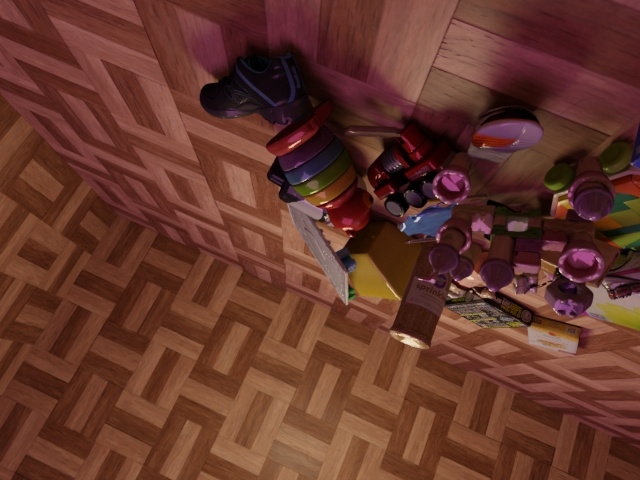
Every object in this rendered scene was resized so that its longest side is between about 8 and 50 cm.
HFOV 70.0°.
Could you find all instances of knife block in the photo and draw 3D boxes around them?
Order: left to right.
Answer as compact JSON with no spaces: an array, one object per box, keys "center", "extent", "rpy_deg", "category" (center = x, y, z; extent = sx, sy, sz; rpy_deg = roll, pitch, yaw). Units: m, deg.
[{"center":[0.475,-0.007,1.024],"extent":[0.242,0.088,0.276],"rpy_deg":[30,-177,-2],"category":"knife block"}]

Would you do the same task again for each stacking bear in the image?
[{"center":[0.020,-0.144,1.056],"extent":[0.164,0.175,0.289],"rpy_deg":[-24,113,30],"category":"stacking bear"}]

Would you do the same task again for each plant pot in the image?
[{"center":[0.194,0.051,1.526],"extent":[0.187,0.212,0.212],"rpy_deg":[47,153,-24],"category":"plant pot"}]

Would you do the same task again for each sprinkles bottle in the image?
[{"center":[0.311,0.124,1.305],"extent":[0.121,0.356,0.121],"rpy_deg":[22,162,8],"category":"sprinkles bottle"}]

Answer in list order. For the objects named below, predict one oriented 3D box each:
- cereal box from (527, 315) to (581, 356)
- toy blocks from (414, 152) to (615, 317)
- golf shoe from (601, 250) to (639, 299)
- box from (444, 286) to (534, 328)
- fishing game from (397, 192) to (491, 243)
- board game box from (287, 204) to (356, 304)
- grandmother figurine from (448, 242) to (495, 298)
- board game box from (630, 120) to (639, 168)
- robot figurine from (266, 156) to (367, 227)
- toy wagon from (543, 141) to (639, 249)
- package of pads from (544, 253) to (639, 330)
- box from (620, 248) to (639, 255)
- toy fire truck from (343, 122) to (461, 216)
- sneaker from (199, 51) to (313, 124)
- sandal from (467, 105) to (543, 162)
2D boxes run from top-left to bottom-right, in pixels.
[{"center":[0.874,0.360,1.716],"extent":[0.172,0.047,0.240],"rpy_deg":[13,158,32],"category":"cereal box"},{"center":[0.340,0.029,0.806],"extent":[0.288,0.260,0.309],"rpy_deg":[6,123,24],"category":"toy blocks"},{"center":[0.674,0.053,0.935],"extent":[0.186,0.086,0.067],"rpy_deg":[-26,162,21],"category":"golf shoe"},{"center":[0.630,0.262,1.744],"extent":[0.216,0.060,0.270],"rpy_deg":[28,162,-10],"category":"box"},{"center":[0.275,-0.052,1.065],"extent":[0.189,0.041,0.264],"rpy_deg":[-6,160,1],"category":"fishing game"},{"center":[0.000,0.000,1.527],"extent":[0.390,0.050,0.390],"rpy_deg":[56,171,20],"category":"board game box"},{"center":[0.480,0.119,1.502],"extent":[0.208,0.104,0.342],"rpy_deg":[47,168,12],"category":"grandmother figurine"},{"center":[0.555,-0.128,0.506],"extent":[0.347,0.233,0.078],"rpy_deg":[24,161,4],"category":"board game box"},{"center":[-0.007,-0.147,1.257],"extent":[0.278,0.209,0.174],"rpy_deg":[29,123,-10],"category":"robot figurine"},{"center":[0.604,-0.078,0.840],"extent":[0.267,0.068,0.344],"rpy_deg":[30,161,-15],"category":"toy wagon"},{"center":[0.719,0.125,1.132],"extent":[0.229,0.101,0.296],"rpy_deg":[18,167,49],"category":"package of pads"},{"center":[0.753,0.026,0.987],"extent":[0.136,0.037,0.225],"rpy_deg":[30,162,-13],"category":"box"},{"center":[0.164,-0.184,1.033],"extent":[0.246,0.158,0.217],"rpy_deg":[47,153,-9],"category":"toy fire truck"},{"center":[-0.159,-0.355,1.040],"extent":[0.340,0.125,0.140],"rpy_deg":[14,132,37],"category":"sneaker"},{"center":[0.329,-0.206,0.847],"extent":[0.101,0.076,0.265],"rpy_deg":[12,-179,5],"category":"sandal"}]
